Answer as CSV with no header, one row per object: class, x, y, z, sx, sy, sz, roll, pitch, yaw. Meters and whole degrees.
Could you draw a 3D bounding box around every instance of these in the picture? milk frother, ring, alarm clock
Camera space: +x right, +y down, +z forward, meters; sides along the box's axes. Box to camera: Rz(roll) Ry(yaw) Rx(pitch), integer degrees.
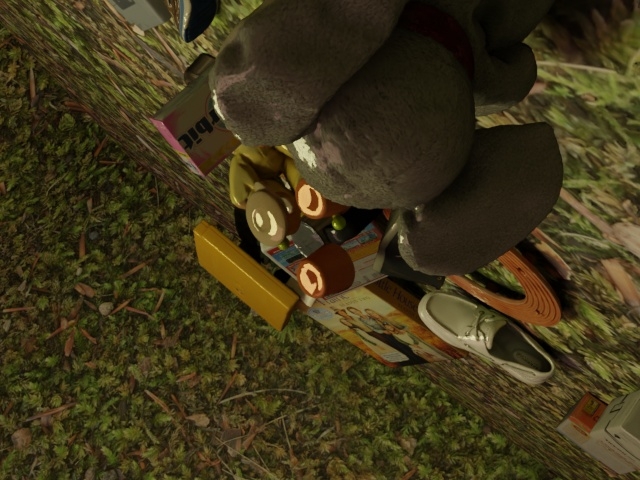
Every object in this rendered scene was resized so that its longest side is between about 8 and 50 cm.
milk frother,0.015,-0.063,1.143,0.143,0.134,0.129,52,150,-3
ring,0.233,0.019,1.105,0.336,0.032,0.336,37,170,7
alarm clock,-0.175,-0.265,1.245,0.129,0.064,0.192,44,166,-27

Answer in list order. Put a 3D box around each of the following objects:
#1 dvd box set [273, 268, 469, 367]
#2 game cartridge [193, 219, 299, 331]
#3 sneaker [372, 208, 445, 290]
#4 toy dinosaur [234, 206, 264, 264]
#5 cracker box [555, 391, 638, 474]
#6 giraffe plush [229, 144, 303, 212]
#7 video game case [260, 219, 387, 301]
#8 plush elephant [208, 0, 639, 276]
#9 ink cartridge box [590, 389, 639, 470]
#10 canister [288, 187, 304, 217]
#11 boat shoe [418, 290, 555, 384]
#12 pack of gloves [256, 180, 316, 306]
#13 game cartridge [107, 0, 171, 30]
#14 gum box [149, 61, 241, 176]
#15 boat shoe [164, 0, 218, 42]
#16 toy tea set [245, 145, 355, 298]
dvd box set,0.115,0.174,1.706,0.420,0.062,0.307,35,151,-21
game cartridge,-0.179,0.090,1.691,0.285,0.053,0.324,40,162,5
sneaker,0.153,0.004,1.073,0.118,0.083,0.222,19,160,5
toy dinosaur,-0.147,-0.039,1.652,0.160,0.121,0.314,8,129,29
cracker box,0.579,0.399,1.445,0.155,0.067,0.232,36,169,20
giraffe plush,-0.095,-0.145,1.242,0.210,0.181,0.170,37,-173,-5
video game case,0.036,0.029,1.385,0.285,0.204,0.025,45,-154,-55
plush elephant,0.047,-0.126,0.465,0.272,0.255,0.330,46,168,-36
ink cartridge box,0.552,0.328,1.164,0.148,0.086,0.203,36,169,17
canister,-0.017,-0.067,1.356,0.170,0.126,0.073,124,124,-77
boat shoe,0.315,0.171,1.319,0.277,0.098,0.096,28,168,10
pack of gloves,-0.051,0.002,1.513,0.195,0.232,0.046,40,-149,20
game cartridge,-0.346,-0.447,1.065,0.297,0.062,0.198,44,165,-27
gum box,-0.150,-0.201,1.074,0.107,0.188,0.062,54,165,-30
boat shoe,-0.181,-0.337,0.946,0.066,0.066,0.183,43,161,4
toy tea set,-0.011,-0.085,1.026,0.200,0.124,0.336,19,120,38
